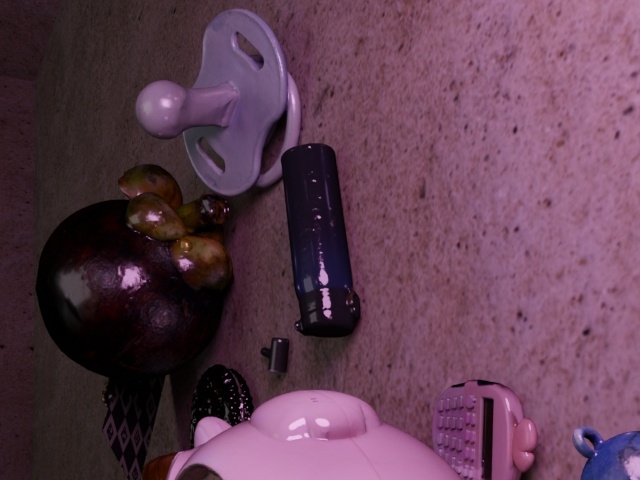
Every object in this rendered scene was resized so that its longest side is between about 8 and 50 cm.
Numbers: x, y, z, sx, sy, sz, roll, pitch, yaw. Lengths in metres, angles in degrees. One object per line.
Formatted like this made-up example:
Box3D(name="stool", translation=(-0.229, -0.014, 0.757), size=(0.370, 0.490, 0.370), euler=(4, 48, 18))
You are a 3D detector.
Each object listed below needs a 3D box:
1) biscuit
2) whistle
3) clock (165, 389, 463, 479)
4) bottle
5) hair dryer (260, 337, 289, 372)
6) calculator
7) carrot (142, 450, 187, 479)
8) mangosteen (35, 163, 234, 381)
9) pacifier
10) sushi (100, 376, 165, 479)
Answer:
Box3D(name="biscuit", translation=(-0.150, 0.283, 1.427), size=(0.194, 0.053, 0.194), euler=(-21, 66, 61))
Box3D(name="whistle", translation=(0.233, 0.185, 0.643), size=(0.158, 0.090, 0.090), euler=(43, 135, 9))
Box3D(name="clock", translation=(-0.014, 0.321, 0.906), size=(0.377, 0.251, 0.368), euler=(-1, 89, 60))
Box3D(name="bottle", translation=(0.000, 0.000, 1.158), size=(0.072, 0.082, 0.244), euler=(48, -147, -61))
Box3D(name="hair dryer", translation=(-0.066, 0.157, 1.319), size=(0.083, 0.026, 0.047), euler=(179, 98, -72))
Box3D(name="calculator", translation=(0.149, 0.180, 0.864), size=(0.166, 0.024, 0.103), euler=(170, 105, -66))
Box3D(name="carrot", translation=(-0.238, 0.382, 1.569), size=(0.205, 0.072, 0.072), euler=(-38, 52, 57))
Box3D(name="mangosteen", translation=(-0.295, 0.060, 1.494), size=(0.330, 0.330, 0.330), euler=(-22, 65, 62))
Box3D(name="pacifier", translation=(-0.157, -0.182, 1.354), size=(0.238, 0.226, 0.287), euler=(53, 136, 29))
Box3D(name="sushi", translation=(-0.333, 0.267, 1.628), size=(0.279, 0.043, 0.192), euler=(-83, -14, -46))
